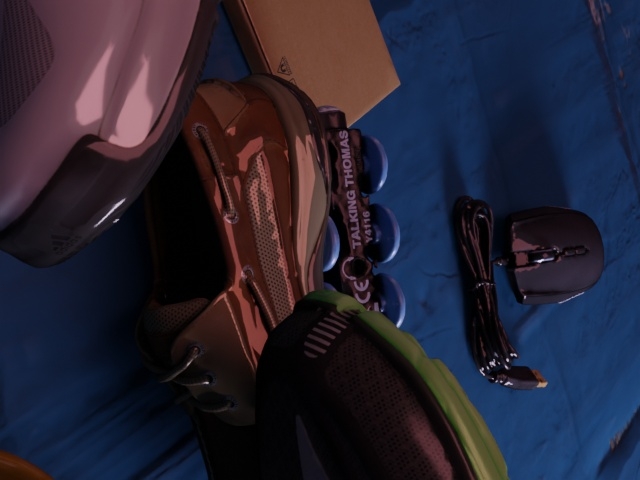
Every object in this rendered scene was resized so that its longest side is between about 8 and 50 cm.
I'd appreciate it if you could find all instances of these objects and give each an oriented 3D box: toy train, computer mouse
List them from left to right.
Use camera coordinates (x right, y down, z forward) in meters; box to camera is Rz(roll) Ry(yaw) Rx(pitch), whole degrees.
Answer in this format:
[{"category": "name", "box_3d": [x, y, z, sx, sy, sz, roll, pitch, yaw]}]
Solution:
[{"category": "toy train", "box_3d": [0.000, 0.000, 0.865, 0.080, 0.105, 0.184, -8, 90, -36]}, {"category": "computer mouse", "box_3d": [0.224, 0.050, 1.194, 0.262, 0.060, 0.184, 4, 79, -52]}]

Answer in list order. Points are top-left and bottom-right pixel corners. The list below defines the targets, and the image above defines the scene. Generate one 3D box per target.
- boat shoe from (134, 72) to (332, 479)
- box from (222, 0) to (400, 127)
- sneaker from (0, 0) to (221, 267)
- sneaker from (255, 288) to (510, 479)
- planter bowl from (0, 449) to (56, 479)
[{"category": "boat shoe", "box_3d": [-0.062, 0.055, 0.777, 0.120, 0.123, 0.323, -3, 85, -41]}, {"category": "box", "box_3d": [-0.013, -0.182, 0.960, 0.164, 0.021, 0.201, -43, 116, -48]}, {"category": "sneaker", "box_3d": [-0.196, -0.208, 0.564, 0.258, 0.169, 0.447, 20, 51, -38]}, {"category": "sneaker", "box_3d": [-0.018, 0.266, 0.650, 0.202, 0.185, 0.482, -1, 102, -38]}, {"category": "planter bowl", "box_3d": [-0.199, 0.205, 0.569, 0.217, 0.090, 0.217, 15, 71, -52]}]
